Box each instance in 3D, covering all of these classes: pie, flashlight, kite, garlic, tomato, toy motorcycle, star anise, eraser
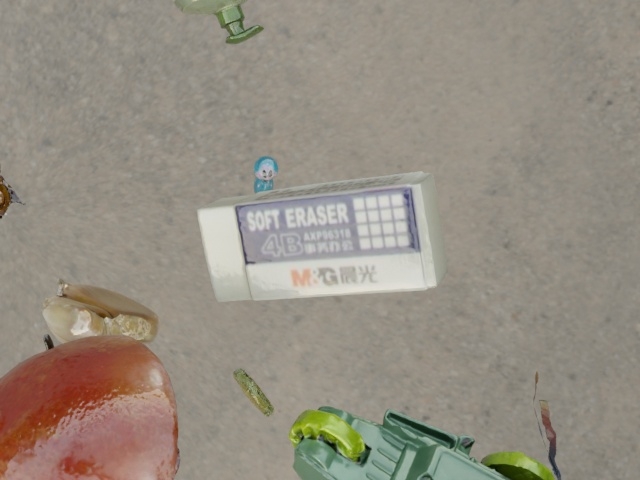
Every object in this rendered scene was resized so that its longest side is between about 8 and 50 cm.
[{"bbox_3d":[-0.095,0.217,1.088,0.020,0.084,0.084,-39,105,-15],"label":"pie"},{"bbox_3d":[-0.115,-0.124,1.577,0.051,0.129,0.051,3,61,-6],"label":"flashlight"},{"bbox_3d":[0.245,0.296,0.697,0.022,0.360,0.204,-20,124,15],"label":"kite"},{"bbox_3d":[-0.413,0.151,1.410,0.217,0.228,0.110,10,99,-44],"label":"garlic"},{"bbox_3d":[-0.304,0.237,0.835,0.170,0.309,0.309,19,84,-39],"label":"tomato"},{"bbox_3d":[0.101,0.323,0.904,0.326,0.200,0.191,26,45,10],"label":"toy motorcycle"},{"bbox_3d":[-0.592,-0.105,1.293,0.157,0.212,0.053,16,112,-49],"label":"star anise"},{"bbox_3d":[0.000,0.000,0.895,0.278,0.081,0.124,-6,104,22],"label":"eraser"}]

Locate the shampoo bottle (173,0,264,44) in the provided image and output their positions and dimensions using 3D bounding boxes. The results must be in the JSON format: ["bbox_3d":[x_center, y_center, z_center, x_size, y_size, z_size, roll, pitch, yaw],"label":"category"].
[{"bbox_3d":[-0.136,-0.345,0.895,0.118,0.087,0.234,-23,98,-15],"label":"shampoo bottle"}]
